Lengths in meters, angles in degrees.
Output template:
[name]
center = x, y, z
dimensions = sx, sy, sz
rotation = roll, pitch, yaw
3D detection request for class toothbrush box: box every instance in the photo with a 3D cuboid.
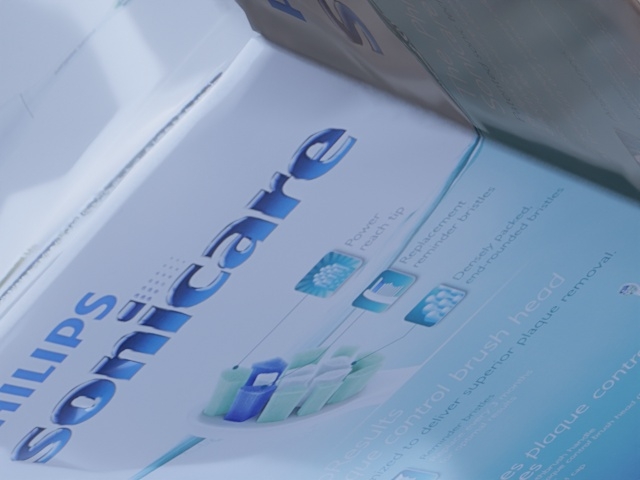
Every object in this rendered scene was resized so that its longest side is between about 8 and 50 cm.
[toothbrush box]
center = -0.009, -0.042, 0.509
dimensions = 0.295, 0.126, 0.216
rotation = 18, -147, -52
